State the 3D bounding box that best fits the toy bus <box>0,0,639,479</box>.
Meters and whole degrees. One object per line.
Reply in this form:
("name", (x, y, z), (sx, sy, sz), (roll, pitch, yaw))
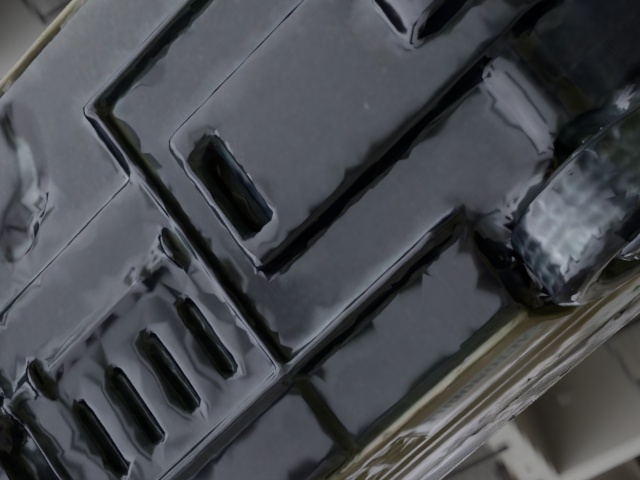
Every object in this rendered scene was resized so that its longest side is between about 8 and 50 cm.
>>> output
("toy bus", (0.000, 0.000, 0.495), (0.177, 0.365, 0.202), (54, -157, 16))
